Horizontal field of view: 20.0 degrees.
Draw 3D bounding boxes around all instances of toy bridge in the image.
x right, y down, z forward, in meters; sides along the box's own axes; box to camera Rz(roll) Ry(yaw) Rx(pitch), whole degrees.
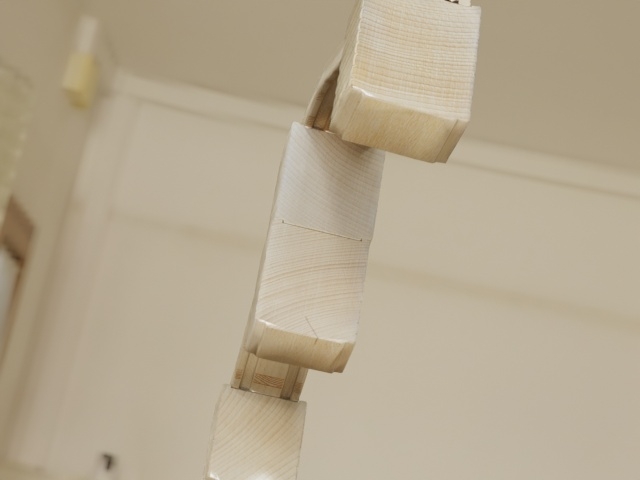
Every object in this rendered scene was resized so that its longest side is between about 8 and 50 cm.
[{"bbox_3d":[0.000,0.000,0.426,0.026,0.063,0.188,13,-34,-6],"label":"toy bridge"}]
